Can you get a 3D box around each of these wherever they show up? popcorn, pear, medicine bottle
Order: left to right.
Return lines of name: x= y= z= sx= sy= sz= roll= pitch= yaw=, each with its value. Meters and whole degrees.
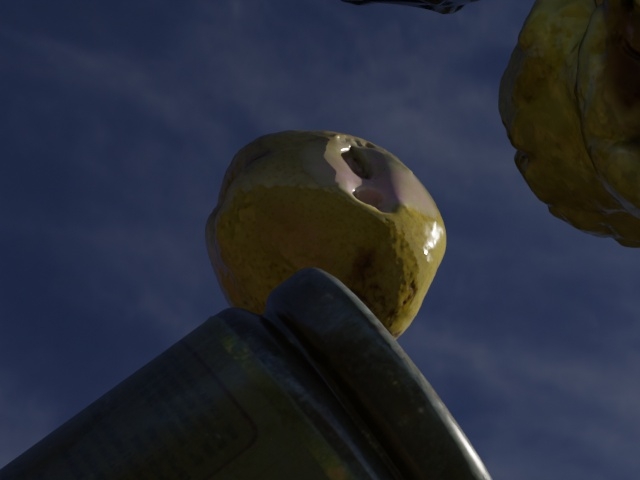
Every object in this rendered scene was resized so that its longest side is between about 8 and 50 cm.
medicine bottle: x=-0.091 y=0.158 z=0.693 sx=0.322 sy=0.151 sz=0.151 roll=-36 pitch=-67 yaw=-8
pear: x=0.000 y=0.000 z=1.221 sx=0.178 sy=0.178 sz=0.178 roll=2 pitch=-61 yaw=4
popcorn: x=0.209 y=-0.078 z=0.954 sx=0.226 sy=0.203 sz=0.200 roll=4 pitch=-57 yaw=13

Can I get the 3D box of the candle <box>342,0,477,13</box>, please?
candle: x=0.121 y=-0.253 z=0.704 sx=0.342 sy=0.221 sz=0.221 roll=-27 pitch=-67 yaw=20
